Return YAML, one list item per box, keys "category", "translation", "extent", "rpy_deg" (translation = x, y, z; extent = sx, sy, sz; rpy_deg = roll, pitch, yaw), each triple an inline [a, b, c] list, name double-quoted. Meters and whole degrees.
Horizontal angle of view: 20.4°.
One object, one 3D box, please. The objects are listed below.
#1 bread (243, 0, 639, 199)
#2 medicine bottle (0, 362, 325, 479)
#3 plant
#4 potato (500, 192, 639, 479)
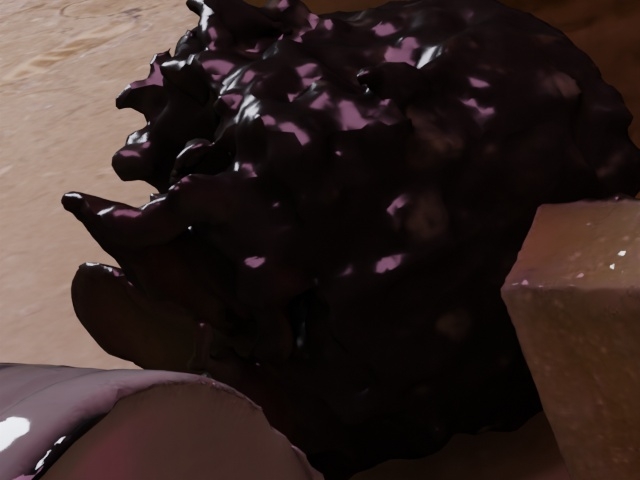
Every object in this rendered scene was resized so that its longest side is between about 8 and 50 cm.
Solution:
- category: "bread"
  translation: [0.158, -0.178, 0.932]
  extent: [0.371, 0.279, 0.390]
  rpy_deg: [-11, 22, 15]
- category: "medicine bottle"
  translation: [-0.175, 0.126, 0.502]
  extent: [0.332, 0.190, 0.190]
  rpy_deg: [-1, 25, 30]
- category: "plant"
  translation: [0.000, 0.000, 0.703]
  extent: [0.234, 0.204, 0.178]
  rpy_deg: [-15, 22, -14]
- category: "potato"
  translation: [0.117, 0.048, 0.613]
  extent: [0.086, 0.122, 0.061]
  rpy_deg: [-2, 28, 39]
